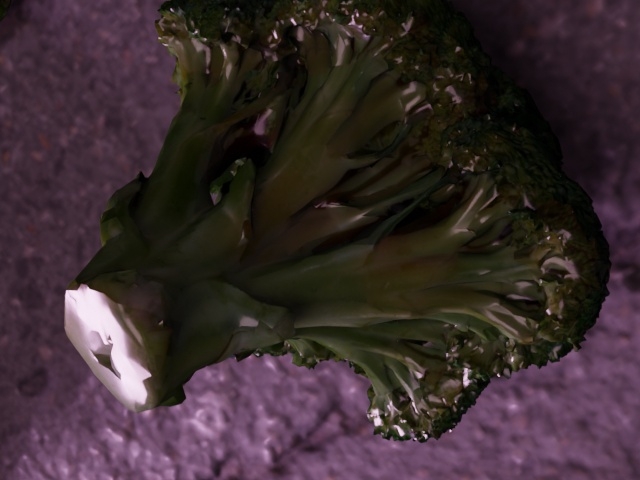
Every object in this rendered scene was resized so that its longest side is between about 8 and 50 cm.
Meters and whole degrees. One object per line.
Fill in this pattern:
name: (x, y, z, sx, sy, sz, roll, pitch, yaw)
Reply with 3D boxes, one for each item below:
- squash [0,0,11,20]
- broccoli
squash: (-0.328, -0.186, 0.862, 0.292, 0.082, 0.082, 20, 115, 18)
broccoli: (0.000, 0.000, 0.665, 0.269, 0.269, 0.254, -5, 112, 27)
